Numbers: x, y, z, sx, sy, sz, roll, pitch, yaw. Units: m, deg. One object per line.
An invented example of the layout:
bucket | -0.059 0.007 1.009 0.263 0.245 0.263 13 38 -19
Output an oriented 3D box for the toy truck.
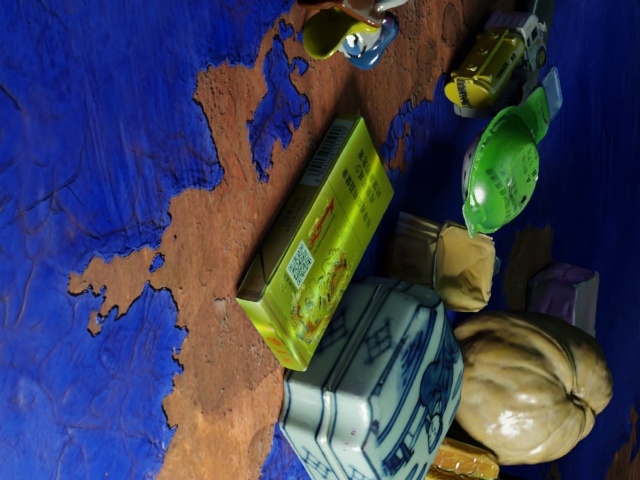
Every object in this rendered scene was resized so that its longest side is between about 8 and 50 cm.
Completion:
toy truck | 0.286 -0.284 1.860 0.227 0.098 0.114 -55 142 -34

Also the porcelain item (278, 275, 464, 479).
porcelain item | 0.084 0.216 1.641 0.281 0.157 0.286 -57 143 -30

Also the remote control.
remote control | 0.348 -0.251 2.030 0.107 0.044 0.378 14 88 -64

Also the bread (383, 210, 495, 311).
bread | 0.186 0.037 1.796 0.241 0.107 0.136 11 88 -60

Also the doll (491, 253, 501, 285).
doll | 0.302 0.048 2.063 0.057 0.039 0.114 -30 151 2

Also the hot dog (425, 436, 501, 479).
hot dog | 0.183 0.362 1.830 0.250 0.076 0.104 19 70 -24

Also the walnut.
walnut | 0.335 0.247 1.960 0.296 0.285 0.285 -43 136 -34

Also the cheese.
cheese | 0.302 -0.140 1.795 0.320 0.083 0.204 -55 144 -27

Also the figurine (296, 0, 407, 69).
figurine | 0.060 -0.332 1.384 0.338 0.204 0.284 85 6 -48

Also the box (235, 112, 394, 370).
box | 0.000 0.000 1.533 0.311 0.043 0.173 -63 146 -26

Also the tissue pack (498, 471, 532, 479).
tissue pack | 0.378 0.559 2.002 0.416 0.264 0.253 77 35 -81

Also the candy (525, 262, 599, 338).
candy | 0.493 0.190 2.362 0.155 0.115 0.265 -18 113 -53
